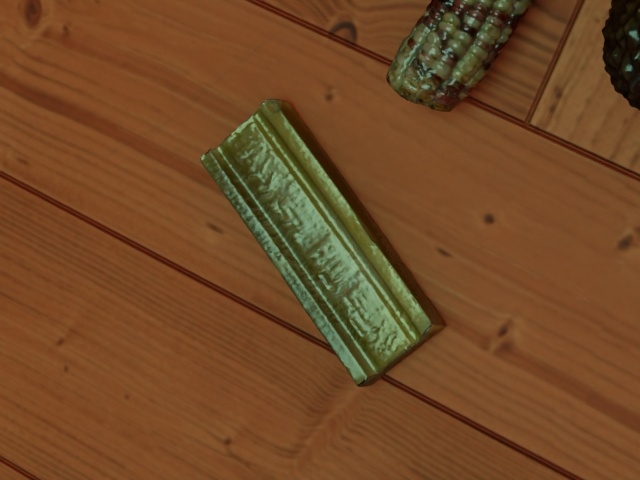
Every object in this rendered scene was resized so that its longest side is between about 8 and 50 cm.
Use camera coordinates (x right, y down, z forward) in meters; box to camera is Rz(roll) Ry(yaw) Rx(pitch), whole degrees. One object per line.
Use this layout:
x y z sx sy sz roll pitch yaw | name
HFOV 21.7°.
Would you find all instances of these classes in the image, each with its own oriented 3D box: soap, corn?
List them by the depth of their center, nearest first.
0.141 -0.210 1.369 0.079 0.079 0.237 36 101 16 | corn
0.000 0.000 1.452 0.092 0.037 0.252 -38 78 18 | soap

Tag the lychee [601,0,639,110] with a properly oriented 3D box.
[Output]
0.306 -0.166 1.244 0.188 0.188 0.188 1 93 22 | lychee
